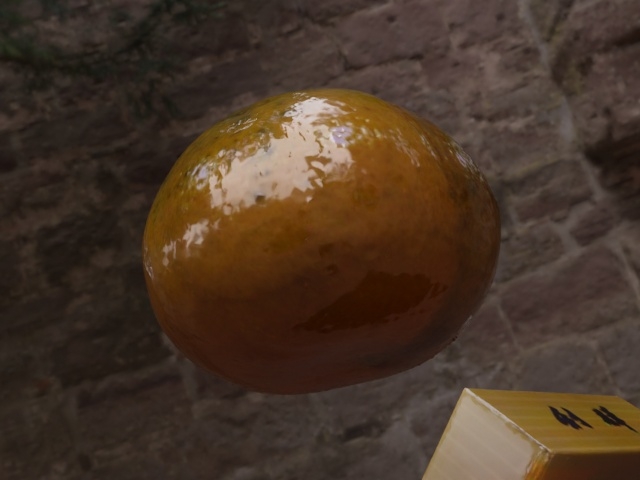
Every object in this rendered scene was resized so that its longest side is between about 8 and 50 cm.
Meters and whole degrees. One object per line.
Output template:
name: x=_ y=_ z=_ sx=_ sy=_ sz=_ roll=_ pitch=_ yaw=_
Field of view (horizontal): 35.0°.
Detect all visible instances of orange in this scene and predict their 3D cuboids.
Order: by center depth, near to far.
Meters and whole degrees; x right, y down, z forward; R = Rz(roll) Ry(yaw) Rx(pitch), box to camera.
orange: x=0.000 y=0.000 z=0.656 sx=0.240 sy=0.171 sz=0.240 roll=-10 pitch=-23 yaw=-4

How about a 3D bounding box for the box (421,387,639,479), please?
box: x=0.102 y=0.202 z=0.574 sx=0.152 sy=0.070 sz=0.237 roll=9 pitch=-70 yaw=-43
